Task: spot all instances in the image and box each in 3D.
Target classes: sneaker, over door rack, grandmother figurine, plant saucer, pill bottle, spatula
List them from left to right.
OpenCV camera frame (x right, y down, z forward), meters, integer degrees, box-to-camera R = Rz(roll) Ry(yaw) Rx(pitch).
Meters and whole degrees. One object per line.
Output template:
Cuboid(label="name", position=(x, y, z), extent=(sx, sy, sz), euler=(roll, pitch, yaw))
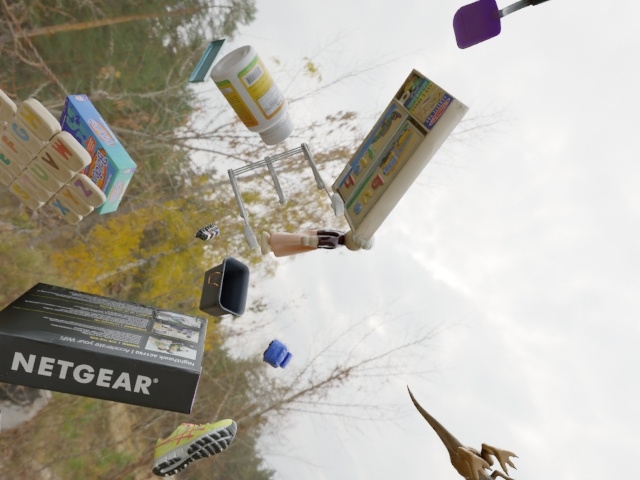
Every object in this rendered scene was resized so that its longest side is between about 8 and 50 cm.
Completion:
Cuboid(label="sneaker", position=(-0.297, 0.458, 1.113), extent=(0.094, 0.208, 0.082), euler=(-119, -172, -50))
Cuboid(label="plant saucer", position=(-0.360, -0.576, 1.536), extent=(0.067, 0.192, 0.018), euler=(3, -29, 27))
Cuboid(label="pill bottle", position=(-0.173, -0.382, 1.291), extent=(0.136, 0.136, 0.246), euler=(37, -13, 51))
Cuboid(label="over door rack", position=(-0.097, -0.110, 1.210), extent=(0.324, 0.239, 0.108), euler=(-116, -174, -49))
Cuboid(label="grandmother figurine", position=(0.000, 0.000, 1.480), extent=(0.208, 0.341, 0.104), euler=(-49, 135, -68))
Cuboid(label="spatula", position=(0.420, -0.491, 0.993), extent=(0.030, 0.296, 0.084), euler=(-108, 176, -67))

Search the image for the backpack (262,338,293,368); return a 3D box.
Cuboid(label="backpack", position=(-0.154, 0.415, 1.750), extent=(0.101, 0.098, 0.120), euler=(26, -21, 11))

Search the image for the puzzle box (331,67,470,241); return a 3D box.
Cuboid(label="puzzle box", position=(0.184, -0.227, 1.247), extent=(0.409, 0.052, 0.272), euler=(-55, -151, 21))

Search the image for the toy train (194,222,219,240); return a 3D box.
Cuboid(label="toy train", position=(-0.298, -0.022, 1.274), extent=(0.036, 0.027, 0.158), euler=(35, 7, -4))

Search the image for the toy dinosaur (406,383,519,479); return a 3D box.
Cuboid(label="toy dinosaur", position=(0.185, 0.280, 0.617), extent=(0.212, 0.064, 0.112), euler=(50, -27, 12))

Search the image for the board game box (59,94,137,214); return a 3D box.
Cuboid(label="board game box", position=(-0.506, -0.188, 1.059), extent=(0.210, 0.047, 0.160), euler=(51, -52, 10))

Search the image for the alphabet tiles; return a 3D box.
Cuboid(label="alphabet tiles", position=(-0.550, -0.151, 0.912), extent=(0.284, 0.021, 0.278), euler=(-20, -62, 39))

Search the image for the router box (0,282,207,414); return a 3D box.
Cuboid(label="router box", position=(-0.202, 0.096, 0.452), extent=(0.133, 0.178, 0.046), euler=(-134, -120, -75))

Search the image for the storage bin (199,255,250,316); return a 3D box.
Cuboid(label="storage bin", position=(-0.239, 0.116, 1.141), extent=(0.091, 0.098, 0.135), euler=(-20, -127, 31))
